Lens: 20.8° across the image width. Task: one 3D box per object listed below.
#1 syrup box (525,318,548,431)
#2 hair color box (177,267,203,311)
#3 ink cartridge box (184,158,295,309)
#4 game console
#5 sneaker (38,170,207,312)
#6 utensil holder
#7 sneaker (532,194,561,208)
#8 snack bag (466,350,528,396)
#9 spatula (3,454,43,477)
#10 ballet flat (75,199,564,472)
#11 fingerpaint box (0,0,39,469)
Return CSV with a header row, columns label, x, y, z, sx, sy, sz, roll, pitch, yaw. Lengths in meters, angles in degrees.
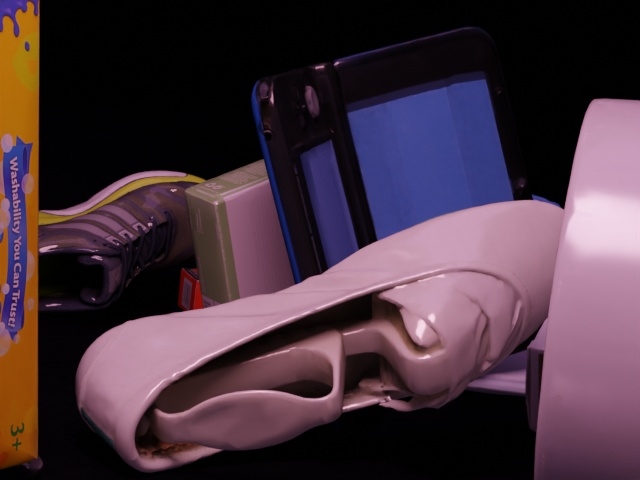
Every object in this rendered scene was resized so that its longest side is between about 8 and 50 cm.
label,x,y,z,sx,sy,sz,roll,pitch,yaw
syrup box,0.294,0.118,1.428,0.237,0.096,0.093,10,38,23
hair color box,-0.066,0.057,1.753,0.141,0.043,0.072,4,9,-19
ink cartridge box,0.000,0.000,1.563,0.235,0.171,0.056,-23,27,-32
game console,0.079,-0.017,1.448,0.173,0.293,0.250,-13,6,13
sneaker,-0.207,0.016,1.697,0.300,0.111,0.121,-18,33,-28
utensil holder,0.357,0.070,1.178,0.385,0.327,0.327,8,10,12
sneaker,0.122,-0.012,1.672,0.240,0.126,0.091,4,28,-11
snack bag,0.160,0.072,1.702,0.323,0.037,0.342,7,24,-5
spatula,-0.276,0.118,1.292,0.084,0.030,0.296,-1,13,-34
ballet flat,0.023,0.084,1.272,0.400,0.139,0.139,-16,14,-9
fingerpaint box,-0.342,-0.061,1.028,0.163,0.445,0.371,5,7,33
